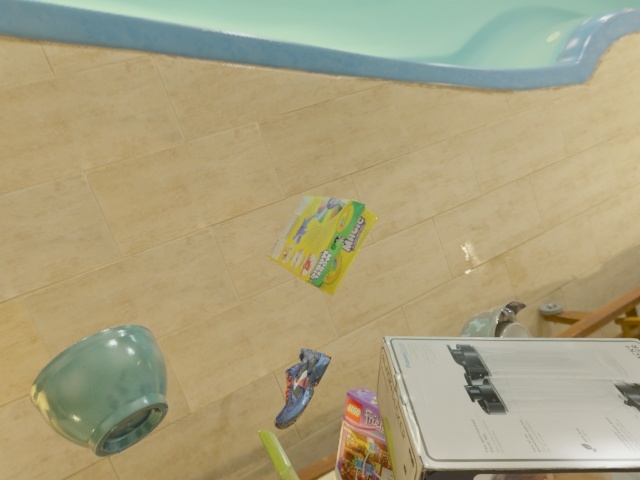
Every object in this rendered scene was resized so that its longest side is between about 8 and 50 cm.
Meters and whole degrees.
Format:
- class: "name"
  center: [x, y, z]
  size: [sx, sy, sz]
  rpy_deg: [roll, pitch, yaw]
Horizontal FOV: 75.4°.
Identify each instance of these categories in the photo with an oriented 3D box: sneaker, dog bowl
- class: "sneaker"
  center: [-0.056, 0.356, 1.009]
  size: [0.087, 0.083, 0.221]
  rpy_deg: [28, 43, 9]
- class: "dog bowl"
  center: [0.434, 0.318, 0.959]
  size: [0.349, 0.102, 0.348]
  rpy_deg: [13, 70, -41]

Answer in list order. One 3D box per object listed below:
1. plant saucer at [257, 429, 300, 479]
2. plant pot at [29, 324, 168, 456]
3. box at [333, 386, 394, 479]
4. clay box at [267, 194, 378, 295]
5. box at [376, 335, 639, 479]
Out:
- class: "plant saucer"
  center: [-0.119, 0.703, 1.305]
  size: [0.045, 0.188, 0.188]
  rpy_deg: [-29, 125, -18]
- class: "plant pot"
  center: [-0.489, 0.376, 0.991]
  size: [0.293, 0.293, 0.196]
  rpy_deg: [-39, 64, -17]
- class: "box"
  center: [0.153, 0.417, 0.739]
  size: [0.057, 0.293, 0.200]
  rpy_deg: [6, 93, -42]
- class: "clay box"
  center: [0.000, 0.000, 0.621]
  size: [0.053, 0.222, 0.127]
  rpy_deg: [32, 86, -24]
- class: "box"
  center: [0.209, 0.174, 0.394]
  size: [0.290, 0.169, 0.087]
  rpy_deg: [1, 112, -4]
